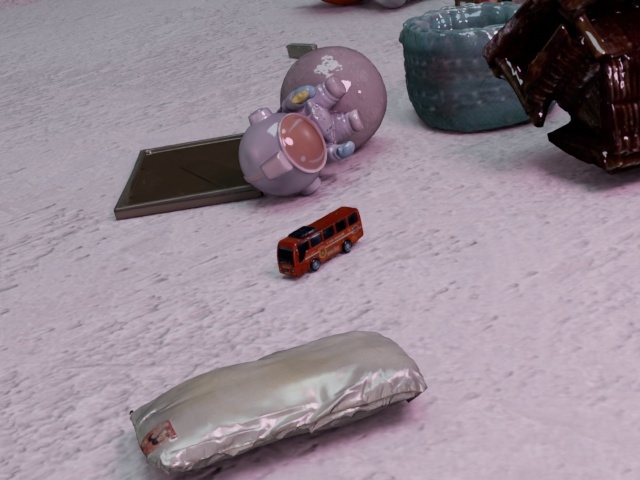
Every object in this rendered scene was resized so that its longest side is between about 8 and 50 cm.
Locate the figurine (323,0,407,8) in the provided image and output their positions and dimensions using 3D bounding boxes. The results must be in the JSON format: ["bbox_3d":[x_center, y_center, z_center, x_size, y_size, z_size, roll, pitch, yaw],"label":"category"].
[{"bbox_3d":[0.071,-0.603,2.424,0.323,0.196,0.320,23,3,42],"label":"figurine"}]

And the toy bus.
[{"bbox_3d":[0.000,0.000,1.176,0.031,0.043,0.110,11,30,41],"label":"toy bus"}]

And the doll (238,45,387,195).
[{"bbox_3d":[-0.016,-0.146,1.427,0.151,0.151,0.287,1,29,25],"label":"doll"}]

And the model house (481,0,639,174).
[{"bbox_3d":[0.399,-0.189,1.222,0.317,0.297,0.282,-13,66,-22],"label":"model house"}]

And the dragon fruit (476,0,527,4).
[{"bbox_3d":[0.360,-0.435,1.872,0.224,0.224,0.227,0,33,23],"label":"dragon fruit"}]

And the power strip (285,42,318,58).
[{"bbox_3d":[-0.034,-0.349,2.064,0.017,0.027,0.083,-23,25,-36],"label":"power strip"}]

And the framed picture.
[{"bbox_3d":[-0.168,-0.096,1.509,0.189,0.023,0.260,-9,22,2],"label":"framed picture"}]

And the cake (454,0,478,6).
[{"bbox_3d":[0.384,-0.548,2.094,0.290,0.255,0.282,-4,21,2],"label":"cake"}]

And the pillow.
[{"bbox_3d":[-0.034,0.124,0.879,0.229,0.050,0.128,-16,15,-18],"label":"pillow"}]

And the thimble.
[{"bbox_3d":[0.212,-0.245,1.558,0.235,0.143,0.198,7,27,40],"label":"thimble"}]
